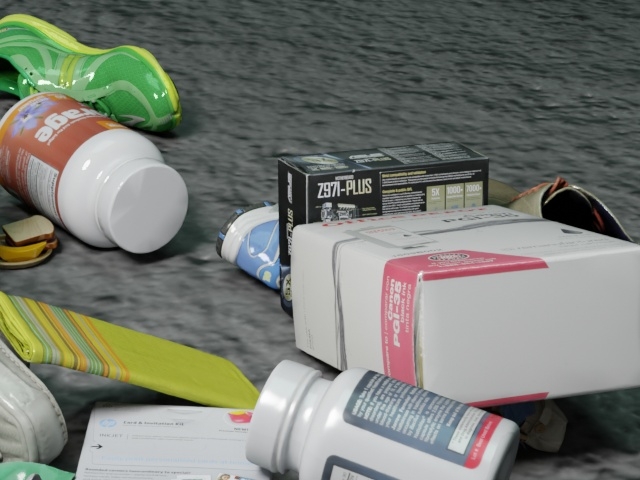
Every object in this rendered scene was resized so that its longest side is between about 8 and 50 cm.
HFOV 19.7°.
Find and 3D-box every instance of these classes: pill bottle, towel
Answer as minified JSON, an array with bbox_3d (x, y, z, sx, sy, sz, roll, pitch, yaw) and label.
[{"bbox_3d":[0.044,0.152,1.337,0.180,0.108,0.108,20,26,13],"label":"pill bottle"},{"bbox_3d":[-0.148,0.098,1.474,0.237,0.021,0.102,19,15,-35],"label":"towel"},{"bbox_3d":[-0.228,-0.065,1.846,0.121,0.121,0.216,-15,28,-35],"label":"pill bottle"}]

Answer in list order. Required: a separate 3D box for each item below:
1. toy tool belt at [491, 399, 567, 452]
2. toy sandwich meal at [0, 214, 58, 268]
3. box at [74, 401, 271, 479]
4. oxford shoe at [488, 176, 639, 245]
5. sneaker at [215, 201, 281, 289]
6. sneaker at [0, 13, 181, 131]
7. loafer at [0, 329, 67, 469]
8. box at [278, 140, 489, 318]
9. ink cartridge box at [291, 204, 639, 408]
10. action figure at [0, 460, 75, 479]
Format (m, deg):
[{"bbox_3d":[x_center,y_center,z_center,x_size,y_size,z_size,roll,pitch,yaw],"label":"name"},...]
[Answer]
[{"bbox_3d":[0.162,0.139,1.491,0.051,0.052,0.083,4,20,-18],"label":"toy tool belt"},{"bbox_3d":[-0.297,0.001,1.797,0.086,0.029,0.085,2,23,-1],"label":"toy sandwich meal"},{"bbox_3d":[-0.108,0.181,1.377,0.145,0.038,0.186,3,24,-2],"label":"box"},{"bbox_3d":[0.221,-0.007,1.743,0.123,0.130,0.348,-7,25,-22],"label":"oxford shoe"},{"bbox_3d":[0.000,0.000,1.796,0.211,0.080,0.081,-20,49,-37],"label":"sneaker"},{"bbox_3d":[-0.287,-0.174,2.159,0.296,0.109,0.123,18,50,29],"label":"sneaker"},{"bbox_3d":[-0.280,0.091,1.480,0.111,0.112,0.319,-22,31,-29],"label":"loafer"},{"bbox_3d":[0.057,-0.006,1.693,0.180,0.147,0.077,-7,17,-20],"label":"box"},{"bbox_3d":[0.115,0.050,1.531,0.207,0.117,0.283,-6,10,-20],"label":"ink cartridge box"},{"bbox_3d":[-0.312,0.179,1.333,0.232,0.063,0.137,8,31,24],"label":"action figure"}]
